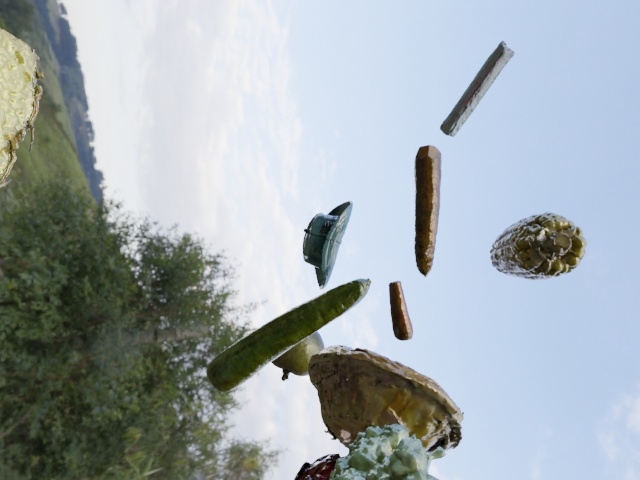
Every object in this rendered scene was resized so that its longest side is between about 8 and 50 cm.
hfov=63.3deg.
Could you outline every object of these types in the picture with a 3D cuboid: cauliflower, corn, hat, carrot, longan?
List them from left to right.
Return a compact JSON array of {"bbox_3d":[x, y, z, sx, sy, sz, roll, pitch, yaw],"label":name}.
[{"bbox_3d":[-0.057,0.170,0.983,0.074,0.358,0.074,57,2,-3],"label":"carrot"},{"bbox_3d":[-0.071,0.301,1.401,0.155,0.145,0.176,29,-87,26],"label":"longan"},{"bbox_3d":[0.000,0.000,1.042,0.138,0.078,0.191,-151,-101,-81],"label":"hat"},{"bbox_3d":[0.212,0.189,1.397,0.055,0.055,0.161,-23,-102,65],"label":"carrot"},{"bbox_3d":[0.126,0.382,0.634,0.260,0.281,0.327,-61,152,-54],"label":"cauliflower"},{"bbox_3d":[0.241,-0.070,1.193,0.066,0.066,0.314,152,-52,-64],"label":"carrot"},{"bbox_3d":[0.388,0.017,0.963,0.322,0.119,0.119,80,-4,-85],"label":"corn"}]

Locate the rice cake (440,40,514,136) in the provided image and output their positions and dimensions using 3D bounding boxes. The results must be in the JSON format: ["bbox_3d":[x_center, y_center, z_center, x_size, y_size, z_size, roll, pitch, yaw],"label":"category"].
[{"bbox_3d":[0.311,-0.298,1.033,0.207,0.033,0.033,-56,-137,12],"label":"rice cake"}]

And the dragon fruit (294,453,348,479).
[{"bbox_3d":[0.037,0.446,0.866,0.182,0.189,0.182,-156,-90,-87],"label":"dragon fruit"}]

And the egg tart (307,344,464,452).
[{"bbox_3d":[0.115,0.350,1.046,0.352,0.150,0.352,19,-34,14],"label":"egg tart"}]

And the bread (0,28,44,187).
[{"bbox_3d":[-0.487,-0.162,0.679,0.147,0.160,0.260,2,-105,27],"label":"bread"}]
